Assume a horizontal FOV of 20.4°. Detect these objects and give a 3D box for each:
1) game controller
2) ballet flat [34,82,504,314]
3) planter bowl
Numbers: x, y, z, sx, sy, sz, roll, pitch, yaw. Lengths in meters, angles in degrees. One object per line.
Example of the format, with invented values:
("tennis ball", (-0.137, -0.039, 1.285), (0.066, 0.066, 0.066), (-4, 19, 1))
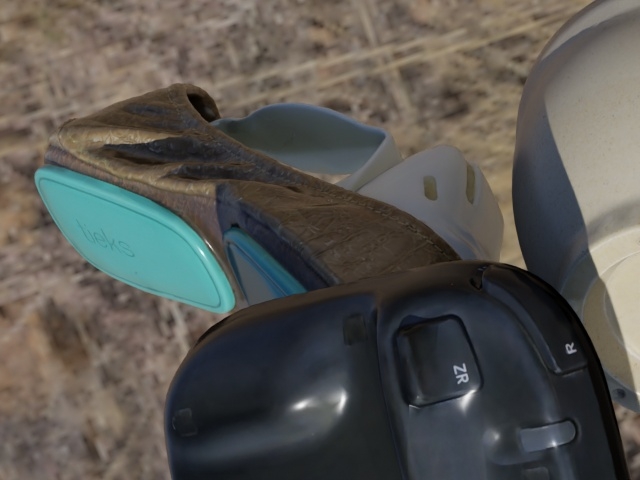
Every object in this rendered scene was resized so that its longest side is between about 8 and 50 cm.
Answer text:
("game controller", (0.042, 0.169, 0.585), (0.166, 0.067, 0.319), (-14, 90, 42))
("ballet flat", (0.000, 0.000, 0.775), (0.342, 0.124, 0.116), (28, 151, 52))
("planter bowl", (0.142, -0.002, 0.645), (0.162, 0.109, 0.162), (10, 133, 11))
